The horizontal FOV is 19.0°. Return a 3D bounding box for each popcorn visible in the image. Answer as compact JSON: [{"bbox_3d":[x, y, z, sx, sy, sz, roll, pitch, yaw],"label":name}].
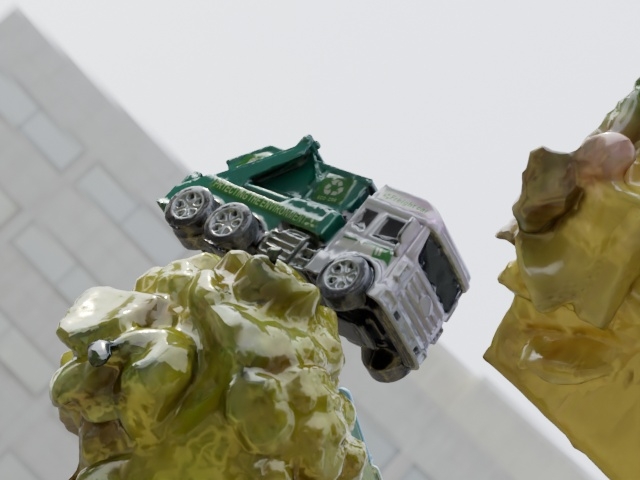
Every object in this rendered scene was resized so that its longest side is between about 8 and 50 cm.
[{"bbox_3d":[-0.073,0.107,1.156,0.169,0.189,0.218,76,1,-47],"label":"popcorn"}]

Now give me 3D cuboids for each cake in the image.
[{"bbox_3d":[0.225,0.032,0.874,0.227,0.286,0.222,45,-60,25],"label":"cake"}]

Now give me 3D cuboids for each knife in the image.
[{"bbox_3d":[0.033,0.173,1.666,0.027,0.010,0.096,-28,-104,44],"label":"knife"}]

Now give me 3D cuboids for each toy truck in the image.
[{"bbox_3d":[0.000,0.000,1.291,0.216,0.116,0.110,21,-26,40],"label":"toy truck"}]
